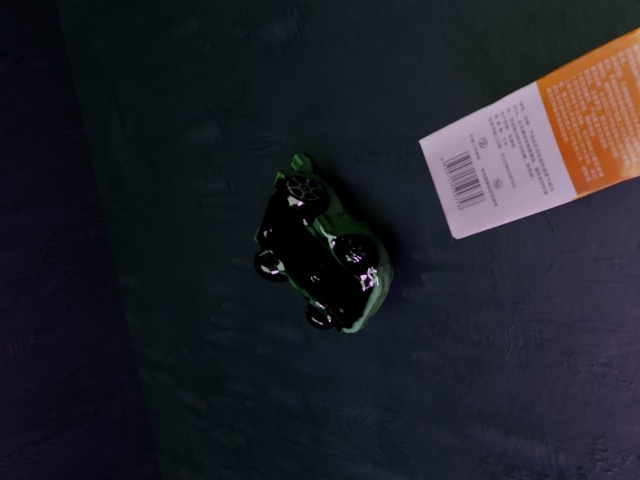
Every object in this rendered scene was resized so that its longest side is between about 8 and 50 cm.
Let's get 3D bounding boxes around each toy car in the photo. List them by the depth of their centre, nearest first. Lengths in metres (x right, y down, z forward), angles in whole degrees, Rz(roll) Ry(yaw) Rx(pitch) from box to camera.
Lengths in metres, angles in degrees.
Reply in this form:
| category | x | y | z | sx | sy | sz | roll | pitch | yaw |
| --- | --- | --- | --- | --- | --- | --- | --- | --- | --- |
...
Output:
| category | x | y | z | sx | sy | sz | roll | pitch | yaw |
| --- | --- | --- | --- | --- | --- | --- | --- | --- | --- |
| toy car | 0.000 | 0.000 | 1.138 | 0.358 | 0.176 | 0.213 | 43 | 132 | 24 |

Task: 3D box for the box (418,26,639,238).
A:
| category | x | y | z | sx | sy | sz | roll | pitch | yaw |
| --- | --- | --- | --- | --- | --- | --- | --- | --- | --- |
| box | 0.326 | -0.130 | 0.697 | 0.341 | 0.225 | 0.143 | -21 | 87 | 49 |
